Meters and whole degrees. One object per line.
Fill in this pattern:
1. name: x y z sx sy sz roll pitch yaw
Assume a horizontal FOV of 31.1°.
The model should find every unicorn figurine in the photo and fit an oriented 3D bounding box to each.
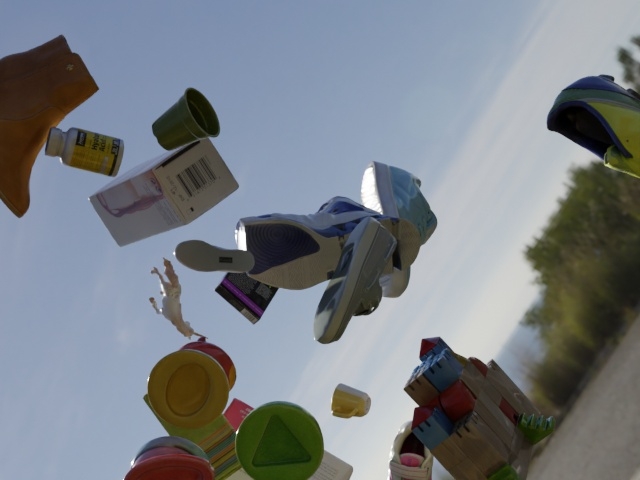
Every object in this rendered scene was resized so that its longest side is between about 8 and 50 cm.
1. unicorn figurine: -0.284 0.120 2.205 0.060 0.111 0.162 -30 -43 -20

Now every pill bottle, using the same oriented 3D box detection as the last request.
1. pill bottle: -0.375 -0.143 1.825 0.065 0.116 0.065 -167 90 -71

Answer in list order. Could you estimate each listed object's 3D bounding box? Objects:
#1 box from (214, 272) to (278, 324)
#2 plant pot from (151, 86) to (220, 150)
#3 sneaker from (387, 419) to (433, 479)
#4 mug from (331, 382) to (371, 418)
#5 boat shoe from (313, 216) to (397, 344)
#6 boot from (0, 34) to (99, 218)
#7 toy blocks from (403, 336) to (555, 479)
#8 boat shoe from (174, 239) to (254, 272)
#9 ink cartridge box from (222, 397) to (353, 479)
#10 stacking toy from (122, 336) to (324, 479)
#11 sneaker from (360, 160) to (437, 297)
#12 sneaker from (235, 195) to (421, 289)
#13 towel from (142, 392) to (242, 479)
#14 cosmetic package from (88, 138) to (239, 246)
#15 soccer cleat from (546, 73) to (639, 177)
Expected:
1. box: -0.150 0.092 2.493 0.029 0.116 0.162 -40 12 41
2. plant pot: -0.206 -0.173 1.708 0.079 0.083 0.083 -27 1 22
3. sneaker: 0.177 0.475 2.322 0.111 0.103 0.252 71 -159 -65
4. mug: 0.058 0.315 2.191 0.062 0.064 0.078 68 -142 -51
5. boat shoe: 0.061 0.069 1.737 0.079 0.081 0.227 -35 26 55
6. boot: -0.449 -0.194 1.839 0.211 0.295 0.104 -26 -28 -1
7. toy blocks: 0.267 0.306 2.098 0.191 0.261 0.381 -42 2 23
8. boat shoe: -0.172 0.029 1.814 0.040 0.142 0.049 -5 77 54
9. ink cartridge box: -0.156 0.542 2.196 0.384 0.279 0.160 -53 -11 -35
10. stacking toy: -0.146 0.317 1.754 0.130 0.280 0.308 -73 3 -76
11. sneaker: 0.173 -0.027 2.316 0.366 0.150 0.135 -92 16 -44
12. sneaker: 0.001 0.000 2.036 0.182 0.316 0.127 -137 47 -70
13. towel: -0.225 0.336 2.083 0.102 0.237 0.021 -36 -33 -12
14. cosmetic package: -0.314 -0.094 2.267 0.153 0.129 0.296 -40 14 -35
15. soccer cleat: 0.398 -0.097 1.359 0.121 0.289 0.093 -37 -31 -34
